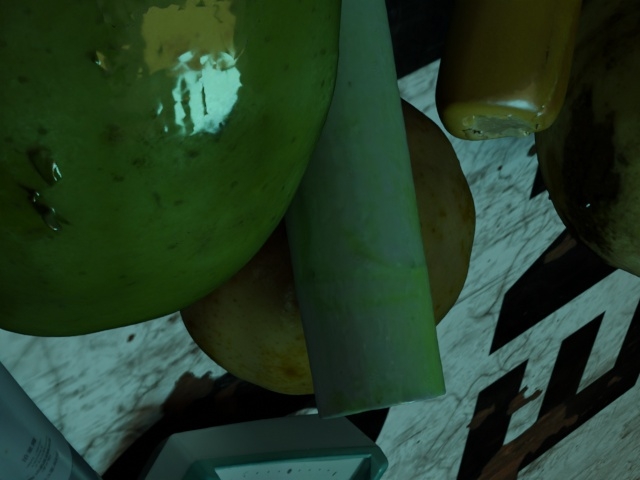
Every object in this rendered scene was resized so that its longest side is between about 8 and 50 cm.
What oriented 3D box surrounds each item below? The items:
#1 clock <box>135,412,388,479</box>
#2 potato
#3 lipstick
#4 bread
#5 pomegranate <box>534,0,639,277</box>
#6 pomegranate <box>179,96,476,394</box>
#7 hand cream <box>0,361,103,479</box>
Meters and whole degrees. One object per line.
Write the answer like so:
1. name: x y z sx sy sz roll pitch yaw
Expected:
1. clock: -0.099 0.258 1.066 0.231 0.116 0.262 6 121 -48
2. potato: -0.099 -0.082 0.560 0.216 0.216 0.304 -31 156 -26
3. lipstick: 0.009 -0.062 0.660 0.076 0.304 0.076 -10 175 -1
4. bread: 0.132 -0.177 0.773 0.093 0.074 0.239 17 84 -61
5. pomegranate: 0.327 -0.096 0.983 0.322 0.322 0.322 -32 147 -24
6. pomegranate: -0.003 -0.006 0.786 0.207 0.207 0.207 -32 147 -24
7. hand cream: -0.205 0.144 0.841 0.255 0.048 0.079 66 42 -57
